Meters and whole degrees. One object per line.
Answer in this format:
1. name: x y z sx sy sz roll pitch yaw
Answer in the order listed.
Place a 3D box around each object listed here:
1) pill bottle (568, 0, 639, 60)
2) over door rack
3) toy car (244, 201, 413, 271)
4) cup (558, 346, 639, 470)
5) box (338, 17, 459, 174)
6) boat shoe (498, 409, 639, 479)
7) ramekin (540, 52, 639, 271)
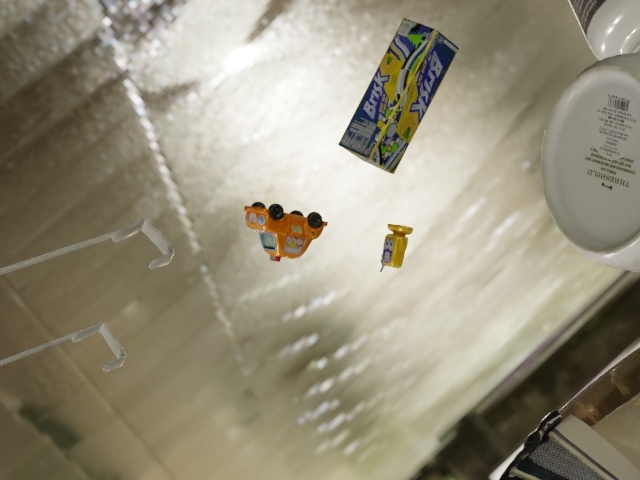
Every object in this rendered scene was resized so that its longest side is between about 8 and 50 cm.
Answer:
1. pill bottle: 0.386 -0.315 1.890 0.176 0.318 0.176 -14 150 -8
2. over door rack: -0.351 0.066 1.710 0.324 0.108 0.239 -9 149 -28
3. toy car: 0.000 0.000 1.083 0.060 0.122 0.040 13 88 -46
4. cup: 0.459 0.270 1.999 0.331 0.237 0.331 -39 178 -2
5. box: 0.090 -0.167 1.808 0.059 0.054 0.169 28 90 -53
6. boat shoe: 0.289 0.316 1.444 0.158 0.340 0.127 -40 144 -19
7. ramekin: 0.284 -0.068 1.358 0.109 0.207 0.207 1 140 -32
